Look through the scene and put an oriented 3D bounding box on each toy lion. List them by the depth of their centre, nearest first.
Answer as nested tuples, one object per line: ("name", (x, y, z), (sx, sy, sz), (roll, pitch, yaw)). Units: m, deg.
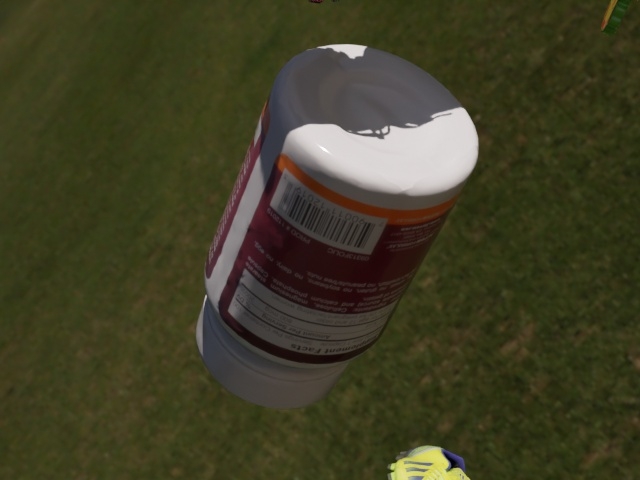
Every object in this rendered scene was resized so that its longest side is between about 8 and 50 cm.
("toy lion", (0.367, -0.300, 1.454), (0.096, 0.034, 0.100), (109, -176, -62))

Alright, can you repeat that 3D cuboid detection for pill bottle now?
("pill bottle", (0.000, 0.000, 1.332), (0.224, 0.224, 0.392), (-72, 6, -47))

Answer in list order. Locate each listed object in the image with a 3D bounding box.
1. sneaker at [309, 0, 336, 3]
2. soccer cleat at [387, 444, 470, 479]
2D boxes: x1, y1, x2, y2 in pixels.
("sneaker", (0.082, -0.334, 1.097), (0.299, 0.121, 0.112), (-43, -5, 0))
("soccer cleat", (0.168, 0.371, 1.835), (0.121, 0.094, 0.289), (-3, 3, 10))
